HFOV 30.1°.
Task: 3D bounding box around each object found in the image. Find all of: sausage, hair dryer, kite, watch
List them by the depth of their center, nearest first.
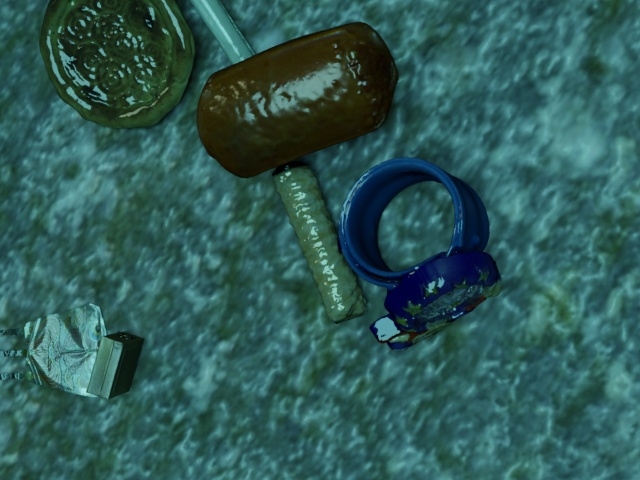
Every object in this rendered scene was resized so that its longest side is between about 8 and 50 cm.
[{"bbox_3d":[0.116,0.007,1.476,0.196,0.171,0.200,-27,71,11],"label":"watch"},{"bbox_3d":[-0.032,-0.177,1.494,0.268,0.153,0.141,-20,101,12],"label":"sausage"},{"bbox_3d":[-0.155,-0.310,1.542,0.073,0.131,0.236,-30,99,5],"label":"hair dryer"},{"bbox_3d":[-0.397,0.160,1.636,0.229,0.016,0.127,-7,86,10],"label":"kite"}]

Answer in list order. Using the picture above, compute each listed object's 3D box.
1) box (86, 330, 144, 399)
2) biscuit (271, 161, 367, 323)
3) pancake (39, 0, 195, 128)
[{"bbox_3d":[-0.271,0.163,1.578,0.035,0.079,0.083,17,93,11],"label":"box"},{"bbox_3d":[0.000,0.000,1.541,0.055,0.061,0.219,-26,83,54],"label":"biscuit"},{"bbox_3d":[-0.272,-0.253,1.584,0.235,0.029,0.212,-3,102,22],"label":"pancake"}]
